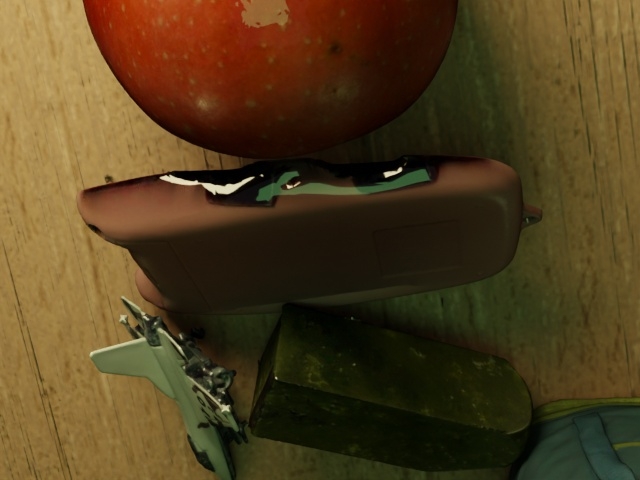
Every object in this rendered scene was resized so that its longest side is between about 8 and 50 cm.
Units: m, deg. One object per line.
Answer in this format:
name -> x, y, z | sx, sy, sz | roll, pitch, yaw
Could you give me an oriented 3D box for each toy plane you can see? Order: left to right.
toy plane -> -0.100, 0.125, 0.925 | 0.082, 0.160, 0.234 | -47, 137, -12

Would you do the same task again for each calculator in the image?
calculator -> 0.000, 0.000, 0.841 | 0.329, 0.220, 0.048 | -6, 64, 7

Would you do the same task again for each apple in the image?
apple -> -0.028, -0.184, 0.757 | 0.260, 0.260, 0.217 | -2, 124, 4

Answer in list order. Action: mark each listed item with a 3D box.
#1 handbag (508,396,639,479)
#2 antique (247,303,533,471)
handbag -> 0.276, 0.245, 0.866 | 0.263, 0.241, 0.222 | -4, 105, 3
antique -> 0.060, 0.128, 0.909 | 0.220, 0.081, 0.080 | 15, 136, -10
